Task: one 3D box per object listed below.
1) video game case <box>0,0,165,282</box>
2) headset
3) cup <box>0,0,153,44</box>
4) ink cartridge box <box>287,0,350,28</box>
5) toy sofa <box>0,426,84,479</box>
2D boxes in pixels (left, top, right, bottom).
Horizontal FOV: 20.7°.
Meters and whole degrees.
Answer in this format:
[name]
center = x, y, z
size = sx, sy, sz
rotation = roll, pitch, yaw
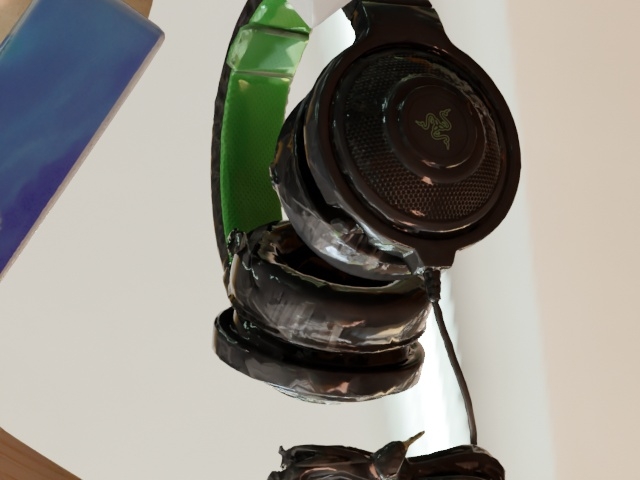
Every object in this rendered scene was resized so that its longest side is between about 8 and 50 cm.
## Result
[video game case]
center = -0.185, -0.001, 0.858
size = 0.269, 0.061, 0.244
rotation = -56, 10, -3
[headset]
center = 0.000, 0.000, 1.002
size = 0.394, 0.185, 0.243
rotation = 65, 143, 40
[cup]
center = -0.342, -0.262, 1.571
size = 0.237, 0.331, 0.331
rotation = 5, -91, -47
[ink cartridge box]
center = -0.034, -0.216, 0.745
size = 0.093, 0.212, 0.154
rotation = -39, -11, -8
[toy sofa]
center = -0.217, 0.271, 1.302
size = 0.362, 0.150, 0.177
rotation = 35, -130, -29
